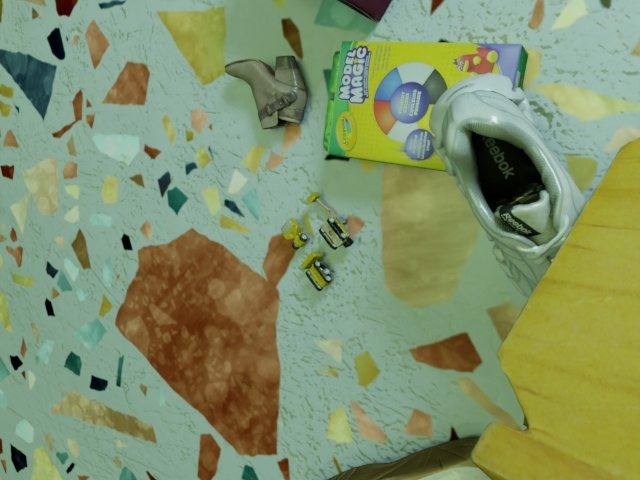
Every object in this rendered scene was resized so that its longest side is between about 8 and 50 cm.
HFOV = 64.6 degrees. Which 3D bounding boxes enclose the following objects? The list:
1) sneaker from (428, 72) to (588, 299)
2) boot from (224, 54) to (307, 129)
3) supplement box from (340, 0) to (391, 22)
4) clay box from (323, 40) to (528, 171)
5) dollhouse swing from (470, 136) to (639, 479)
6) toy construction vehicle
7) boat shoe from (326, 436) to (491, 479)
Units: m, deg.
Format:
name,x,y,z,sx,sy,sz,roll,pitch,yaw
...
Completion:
name,x,y,z,sx,sy,sz,roll,pitch,yaw
sneaker,0.194,-0.007,0.441,0.110,0.118,0.292,-36,100,23
boot,-0.071,-0.186,0.648,0.119,0.042,0.086,3,100,30
supplement box,-0.006,-0.329,0.555,0.188,0.104,0.080,39,113,20
clay box,0.095,-0.145,0.549,0.222,0.053,0.127,12,102,27
dollhouse swing,0.350,0.121,0.321,0.315,0.347,0.305,12,146,51
toy construction vehicle,0.000,0.000,0.638,0.098,0.035,0.086,52,128,18
boat shoe,0.080,0.316,0.588,0.277,0.098,0.096,-28,81,28
